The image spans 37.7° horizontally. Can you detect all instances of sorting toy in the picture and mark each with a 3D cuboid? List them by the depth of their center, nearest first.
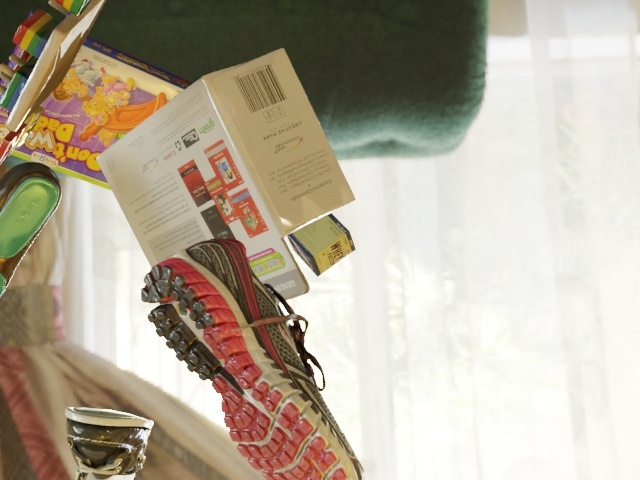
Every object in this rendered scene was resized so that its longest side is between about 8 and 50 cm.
[{"bbox_3d":[-0.291,-0.193,0.978,0.046,0.132,0.274,33,124,-11],"label":"sorting toy"}]

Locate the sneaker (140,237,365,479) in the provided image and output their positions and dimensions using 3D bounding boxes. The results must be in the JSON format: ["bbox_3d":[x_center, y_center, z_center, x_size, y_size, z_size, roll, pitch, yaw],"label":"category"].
[{"bbox_3d":[-0.046,0.126,0.929,0.112,0.299,0.121,-32,177,-43],"label":"sneaker"}]

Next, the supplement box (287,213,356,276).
[{"bbox_3d":[0.000,0.000,1.596,0.083,0.083,0.056,-35,143,-11],"label":"supplement box"}]

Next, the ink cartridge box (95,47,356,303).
[{"bbox_3d":[-0.116,-0.049,1.186,0.130,0.271,0.309,-28,-175,-38],"label":"ink cartridge box"}]

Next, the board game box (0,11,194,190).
[{"bbox_3d":[-0.396,-0.225,1.681,0.347,0.233,0.078,20,-160,-30],"label":"board game box"}]

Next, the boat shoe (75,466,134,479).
[{"bbox_3d":[-0.356,0.386,1.516,0.070,0.077,0.219,-9,178,2],"label":"boat shoe"}]

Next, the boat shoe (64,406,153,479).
[{"bbox_3d":[-0.285,0.279,1.273,0.114,0.091,0.302,11,166,4],"label":"boat shoe"}]

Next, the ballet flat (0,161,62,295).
[{"bbox_3d":[-0.435,0.014,1.213,0.095,0.280,0.096,40,179,-40],"label":"ballet flat"}]
